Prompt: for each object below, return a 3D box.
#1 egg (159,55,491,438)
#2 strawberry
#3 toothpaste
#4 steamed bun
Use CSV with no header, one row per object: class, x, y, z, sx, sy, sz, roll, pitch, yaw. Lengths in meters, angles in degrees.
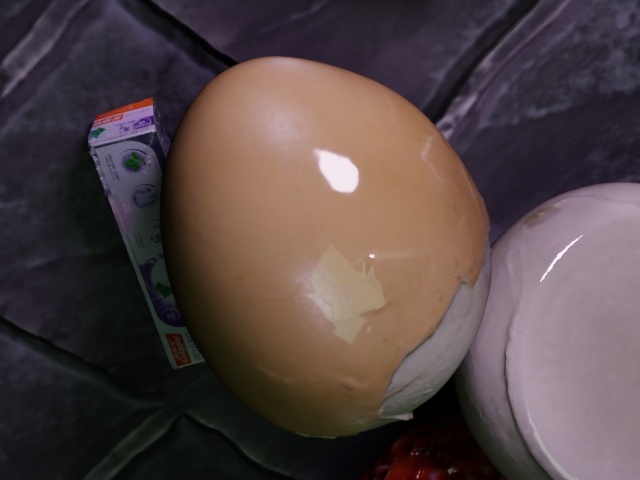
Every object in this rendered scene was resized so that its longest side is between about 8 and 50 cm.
egg,0.000,0.000,0.950,0.201,0.201,0.244,-28,116,7
strawberry,0.106,0.208,1.165,0.234,0.234,0.178,23,86,-26
toothpaste,-0.104,0.000,1.023,0.047,0.040,0.196,-14,127,2
steamed bun,0.194,0.076,1.068,0.232,0.145,0.231,0,89,-18
